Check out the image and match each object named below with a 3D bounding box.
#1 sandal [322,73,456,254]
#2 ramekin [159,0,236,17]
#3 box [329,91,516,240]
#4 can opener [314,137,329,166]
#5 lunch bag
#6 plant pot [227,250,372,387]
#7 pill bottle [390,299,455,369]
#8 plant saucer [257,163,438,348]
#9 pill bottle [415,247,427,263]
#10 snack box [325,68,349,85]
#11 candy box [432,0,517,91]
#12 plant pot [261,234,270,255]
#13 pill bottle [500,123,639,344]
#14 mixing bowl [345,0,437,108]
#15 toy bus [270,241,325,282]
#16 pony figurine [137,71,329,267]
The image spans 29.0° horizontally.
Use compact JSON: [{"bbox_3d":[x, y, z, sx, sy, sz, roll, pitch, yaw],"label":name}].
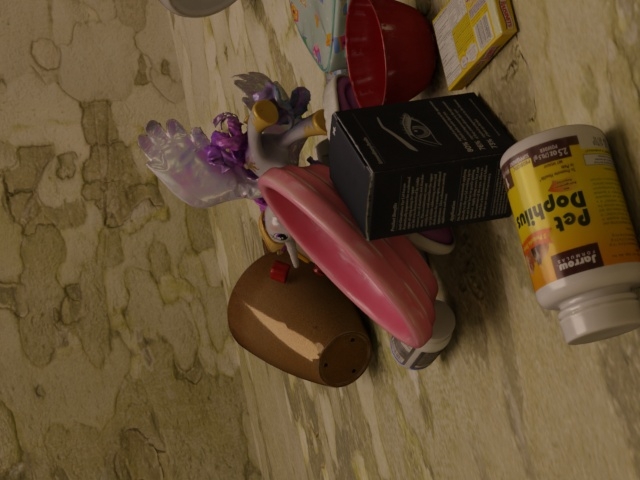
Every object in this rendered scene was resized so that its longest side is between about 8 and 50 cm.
[{"bbox_3d":[0.099,-0.142,1.848,0.102,0.169,0.416,-56,37,28],"label":"sandal"},{"bbox_3d":[-0.264,-0.609,2.714,0.127,0.272,0.273,58,156,28],"label":"ramekin"},{"bbox_3d":[0.130,-0.098,1.592,0.153,0.207,0.108,-117,22,-49],"label":"box"},{"bbox_3d":[0.049,-0.054,2.203,0.093,0.074,0.281,170,90,-75],"label":"can opener"},{"bbox_3d":[0.030,-0.417,1.983,0.224,0.107,0.279,-121,24,-44],"label":"lunch bag"},{"bbox_3d":[-0.018,0.171,2.361,0.254,0.237,0.237,39,138,50],"label":"plant pot"},{"bbox_3d":[0.158,0.143,1.897,0.137,0.078,0.078,115,144,-65],"label":"pill bottle"},{"bbox_3d":[0.051,0.009,1.756,0.332,0.084,0.332,45,171,9],"label":"plant saucer"},{"bbox_3d":[0.084,0.028,2.022,0.216,0.121,0.121,-148,51,-71],"label":"pill bottle"},{"bbox_3d":[0.037,-0.293,2.171,0.100,0.037,0.141,-149,51,-73],"label":"snack box"},{"bbox_3d":[0.195,-0.276,1.595,0.206,0.027,0.105,134,128,-72],"label":"candy box"},{"bbox_3d":[-0.056,0.006,2.575,0.237,0.109,0.237,171,90,-75],"label":"plant pot"},{"bbox_3d":[0.269,-0.005,1.299,0.117,0.117,0.215,122,137,-69],"label":"pill bottle"},{"bbox_3d":[0.108,-0.272,1.788,0.181,0.098,0.182,170,90,-76],"label":"mixing bowl"},{"bbox_3d":[-0.007,-0.011,2.327,0.104,0.190,0.202,-31,-71,-74],"label":"toy bus"},{"bbox_3d":[-0.091,-0.132,2.101,0.351,0.302,0.363,55,156,1],"label":"pony figurine"}]
